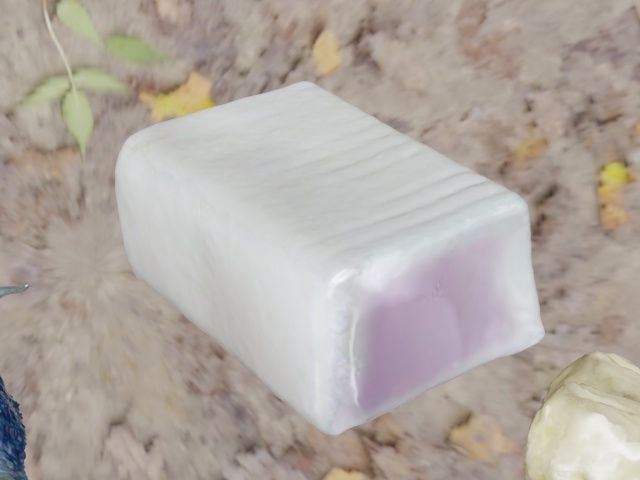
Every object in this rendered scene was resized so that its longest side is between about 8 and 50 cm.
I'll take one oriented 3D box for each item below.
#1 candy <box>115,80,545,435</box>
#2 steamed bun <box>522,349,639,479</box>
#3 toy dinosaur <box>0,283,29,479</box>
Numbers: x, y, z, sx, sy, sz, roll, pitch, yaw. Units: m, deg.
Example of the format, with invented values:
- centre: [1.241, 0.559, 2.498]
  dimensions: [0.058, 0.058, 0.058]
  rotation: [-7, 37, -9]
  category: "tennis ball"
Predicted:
- centre: [-0.002, -0.001, 1.430]
  dimensions: [0.208, 0.359, 0.145]
  rotation: [-22, 121, -23]
  category: "candy"
- centre: [0.221, 0.180, 0.977]
  dimensions: [0.292, 0.295, 0.137]
  rotation: [26, 102, -29]
  category: "steamed bun"
- centre: [-0.226, 0.110, 1.061]
  dimensions: [0.147, 0.363, 0.076]
  rotation: [2, 110, -20]
  category: "toy dinosaur"
